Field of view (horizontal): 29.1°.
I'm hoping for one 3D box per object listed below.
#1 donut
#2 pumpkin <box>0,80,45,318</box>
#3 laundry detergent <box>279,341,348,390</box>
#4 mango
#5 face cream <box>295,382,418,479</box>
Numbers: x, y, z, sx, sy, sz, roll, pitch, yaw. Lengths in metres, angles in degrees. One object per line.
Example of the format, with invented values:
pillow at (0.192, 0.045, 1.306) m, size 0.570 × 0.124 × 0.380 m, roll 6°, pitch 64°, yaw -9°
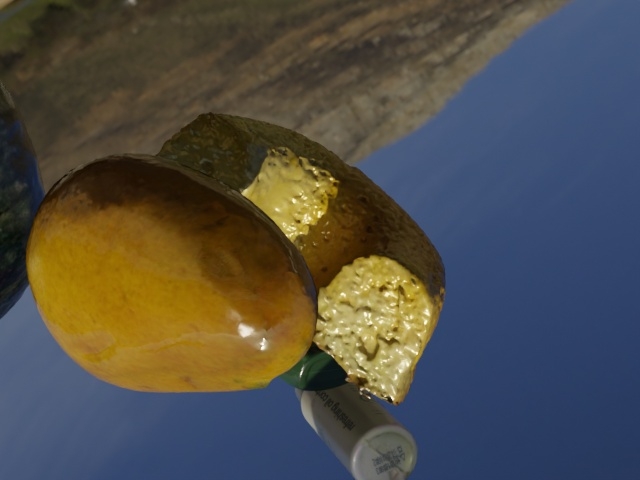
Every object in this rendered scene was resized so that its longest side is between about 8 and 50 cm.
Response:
donut at (-0.002, -0.004, 0.934) m, size 0.101 × 0.259 × 0.152 m, roll -56°, pitch 168°, yaw 20°
pumpkin at (-0.536, -0.070, 1.515) m, size 0.454 × 0.454 × 0.344 m, roll -12°, pitch -165°, yaw 43°
laundry detergent at (-0.044, 0.100, 1.494) m, size 0.137 × 0.063 × 0.211 m, roll -5°, pitch -148°, yaw -41°
mango at (-0.094, 0.028, 0.766) m, size 0.227 × 0.109 × 0.147 m, roll 23°, pitch -82°, yaw 36°
face cream at (0.032, 0.230, 1.641) m, size 0.092 × 0.092 × 0.311 m, roll -37°, pitch -159°, yaw -6°
